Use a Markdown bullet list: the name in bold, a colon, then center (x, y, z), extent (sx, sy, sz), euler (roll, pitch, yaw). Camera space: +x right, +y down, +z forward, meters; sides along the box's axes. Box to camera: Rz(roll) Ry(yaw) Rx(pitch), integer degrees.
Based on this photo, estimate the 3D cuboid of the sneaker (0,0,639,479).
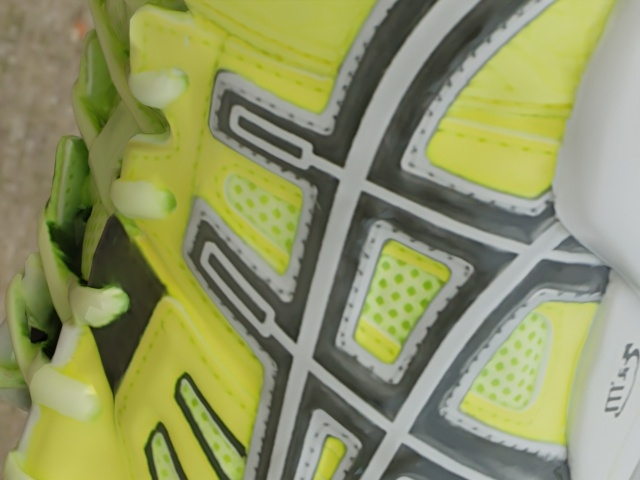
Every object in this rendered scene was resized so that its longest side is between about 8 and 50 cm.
- **sneaker**: center (0.000, 0.000, 0.385), extent (0.145, 0.147, 0.384), euler (-121, -162, -62)
